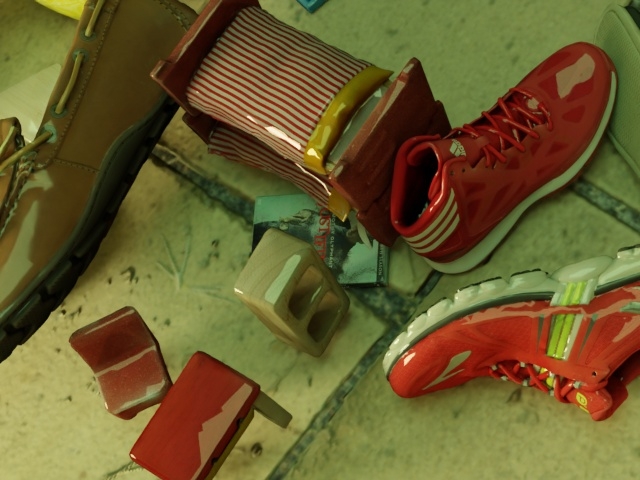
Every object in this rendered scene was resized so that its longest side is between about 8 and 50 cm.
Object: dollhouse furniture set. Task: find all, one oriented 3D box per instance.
[{"bbox_3d":[-0.075,-0.001,1.486,0.201,0.152,0.374,28,78,27],"label":"dollhouse furniture set"}]

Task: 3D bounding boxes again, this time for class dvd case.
[{"bbox_3d":[0.000,0.000,1.557,0.119,0.013,0.087,-2,66,16],"label":"dvd case"}]

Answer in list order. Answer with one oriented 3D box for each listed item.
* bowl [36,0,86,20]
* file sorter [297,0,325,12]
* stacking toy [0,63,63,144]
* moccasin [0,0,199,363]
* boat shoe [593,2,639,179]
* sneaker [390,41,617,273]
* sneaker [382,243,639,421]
[{"bbox_3d":[-0.233,-0.345,1.638,0.289,0.156,0.290,-7,79,43],"label":"bowl"},{"bbox_3d":[-0.032,-0.312,1.655,0.118,0.104,0.170,-43,62,-4],"label":"file sorter"},{"bbox_3d":[-0.366,-0.052,1.632,0.279,0.130,0.309,-9,65,14],"label":"stacking toy"},{"bbox_3d":[-0.233,-0.056,1.535,0.147,0.139,0.380,29,79,-1],"label":"moccasin"},{"bbox_3d":[0.282,-0.095,1.487,0.079,0.084,0.233,-3,51,-26],"label":"boat shoe"},{"bbox_3d":[0.141,-0.074,1.462,0.087,0.128,0.221,37,94,28],"label":"sneaker"},{"bbox_3d":[0.182,0.083,1.415,0.279,0.107,0.118,-17,72,13],"label":"sneaker"}]
